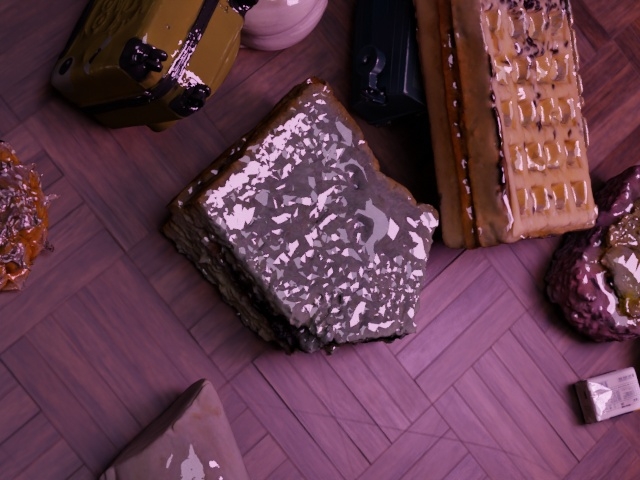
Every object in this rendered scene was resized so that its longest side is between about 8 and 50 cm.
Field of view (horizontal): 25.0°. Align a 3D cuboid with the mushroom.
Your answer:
[{"bbox_3d":[-0.123,0.367,1.643,0.154,0.137,0.407,-14,77,-39],"label":"mushroom"}]

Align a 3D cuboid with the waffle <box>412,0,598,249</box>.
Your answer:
[{"bbox_3d":[0.246,-0.184,1.878,0.261,0.114,0.376,-6,89,-50],"label":"waffle"}]

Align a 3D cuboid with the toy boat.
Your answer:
[{"bbox_3d":[0.111,-0.299,1.913,0.122,0.114,0.296,21,68,-41],"label":"toy boat"}]

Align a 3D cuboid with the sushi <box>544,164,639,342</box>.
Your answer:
[{"bbox_3d":[0.424,0.030,1.986,0.161,0.107,0.241,41,65,-15],"label":"sushi"}]

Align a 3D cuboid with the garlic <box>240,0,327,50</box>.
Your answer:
[{"bbox_3d":[-0.069,-0.393,1.811,0.203,0.184,0.281,-29,91,-24],"label":"garlic"}]

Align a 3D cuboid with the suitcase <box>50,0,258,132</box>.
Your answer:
[{"bbox_3d":[-0.190,-0.231,1.700,0.143,0.234,0.194,38,65,-33],"label":"suitcase"}]

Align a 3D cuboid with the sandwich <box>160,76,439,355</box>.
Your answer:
[{"bbox_3d":[0.000,0.000,1.783,0.325,0.131,0.262,48,62,-8],"label":"sandwich"}]

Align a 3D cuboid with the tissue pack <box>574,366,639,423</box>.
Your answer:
[{"bbox_3d":[0.393,0.211,1.961,0.083,0.042,0.062,-13,82,-26],"label":"tissue pack"}]

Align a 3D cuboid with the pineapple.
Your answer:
[{"bbox_3d":[-0.398,-0.031,1.640,0.224,0.076,0.225,5,78,-22],"label":"pineapple"}]
